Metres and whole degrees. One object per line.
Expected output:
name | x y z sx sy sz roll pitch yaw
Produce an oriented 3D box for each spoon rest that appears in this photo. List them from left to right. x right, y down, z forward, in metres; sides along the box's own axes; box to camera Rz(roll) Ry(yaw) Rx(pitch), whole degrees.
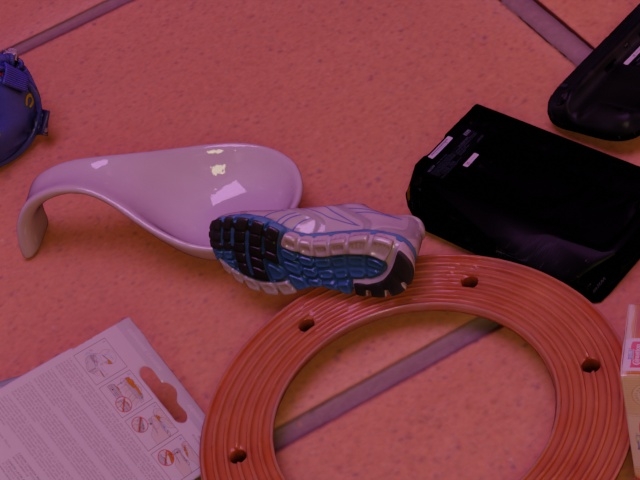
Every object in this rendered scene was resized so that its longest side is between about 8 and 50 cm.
spoon rest | -0.151 -0.034 1.384 0.276 0.084 0.137 -4 45 15

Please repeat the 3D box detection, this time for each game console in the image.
game console | 0.255 -0.104 1.352 0.213 0.044 0.361 27 60 35

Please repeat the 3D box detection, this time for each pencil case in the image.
pencil case | -0.409 -0.177 1.583 0.306 0.119 0.133 31 86 38

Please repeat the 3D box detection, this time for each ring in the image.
ring | 0.072 0.138 1.171 0.336 0.032 0.337 -9 42 8

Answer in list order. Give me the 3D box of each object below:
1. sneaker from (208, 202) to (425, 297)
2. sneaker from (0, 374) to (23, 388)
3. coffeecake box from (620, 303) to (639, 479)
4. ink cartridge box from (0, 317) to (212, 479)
sneaker | 0.000 0.000 1.284 0.190 0.071 0.083 8 34 21
sneaker | -0.320 0.126 1.265 0.256 0.094 0.151 -20 49 1
coffeecake box | 0.305 0.114 1.042 0.185 0.142 0.068 0 46 19
ink cartridge box | -0.177 0.157 1.180 0.179 0.045 0.145 -30 76 -43
